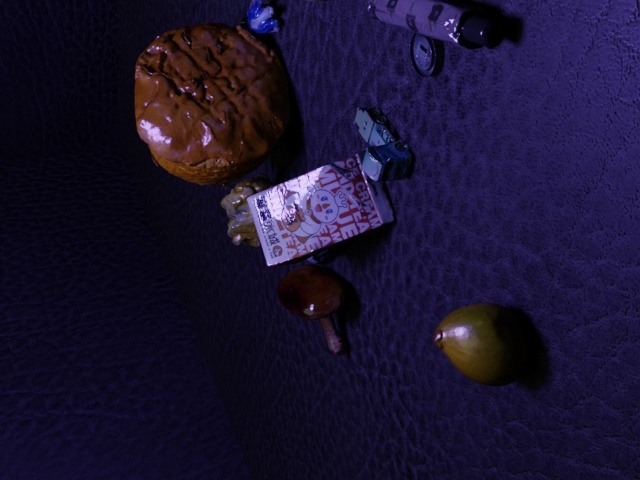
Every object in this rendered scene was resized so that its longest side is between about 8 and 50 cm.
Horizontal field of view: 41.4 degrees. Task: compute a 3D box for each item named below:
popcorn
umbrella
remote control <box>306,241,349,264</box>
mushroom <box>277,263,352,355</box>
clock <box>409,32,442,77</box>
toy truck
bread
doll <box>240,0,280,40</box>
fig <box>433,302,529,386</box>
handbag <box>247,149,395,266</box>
[{"bbox_3d":[-0.170,-0.079,2.203,0.185,0.167,0.187,-160,63,-70],"label":"popcorn"},{"bbox_3d":[0.178,-0.355,1.337,0.337,0.073,0.067,40,146,55],"label":"umbrella"},{"bbox_3d":[0.000,0.000,1.969,0.266,0.066,0.090,138,118,-65],"label":"remote control"},{"bbox_3d":[0.001,0.178,2.017,0.227,0.148,0.217,41,155,57],"label":"mushroom"},{"bbox_3d":[0.178,-0.318,1.429,0.085,0.017,0.085,167,90,-68],"label":"clock"},{"bbox_3d":[0.100,-0.187,1.605,0.175,0.081,0.067,60,151,35],"label":"toy truck"},{"bbox_3d":[-0.258,-0.332,2.030,0.215,0.398,0.398,108,143,-65],"label":"bread"},{"bbox_3d":[-0.141,-0.529,2.020,0.096,0.070,0.195,49,165,-13],"label":"doll"},{"bbox_3d":[0.265,0.166,1.368,0.153,0.121,0.136,9,107,42],"label":"fig"},{"bbox_3d":[0.014,-0.064,1.760,0.298,0.151,0.171,-19,87,32],"label":"handbag"}]
